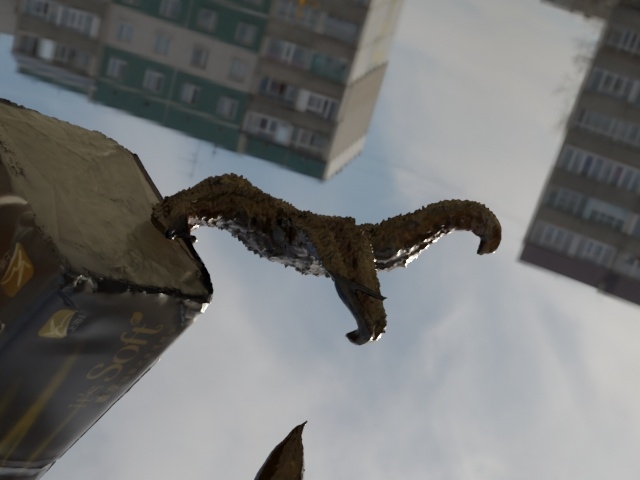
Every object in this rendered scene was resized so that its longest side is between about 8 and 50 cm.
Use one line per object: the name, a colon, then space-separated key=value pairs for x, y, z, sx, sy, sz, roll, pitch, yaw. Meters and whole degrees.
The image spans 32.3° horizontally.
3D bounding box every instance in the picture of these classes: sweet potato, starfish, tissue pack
sweet potato: x=-0.062 y=0.276 z=0.916 sx=0.067 sy=0.273 sz=0.067 roll=21 pitch=-168 yaw=-5
starfish: x=0.002 y=0.004 z=0.959 sx=0.312 sy=0.113 sz=0.303 roll=6 pitch=-173 yaw=-14
tissue pack: x=-0.291 y=0.088 z=0.909 sx=0.210 sy=0.370 sz=0.198 roll=53 pitch=-160 yaw=26
